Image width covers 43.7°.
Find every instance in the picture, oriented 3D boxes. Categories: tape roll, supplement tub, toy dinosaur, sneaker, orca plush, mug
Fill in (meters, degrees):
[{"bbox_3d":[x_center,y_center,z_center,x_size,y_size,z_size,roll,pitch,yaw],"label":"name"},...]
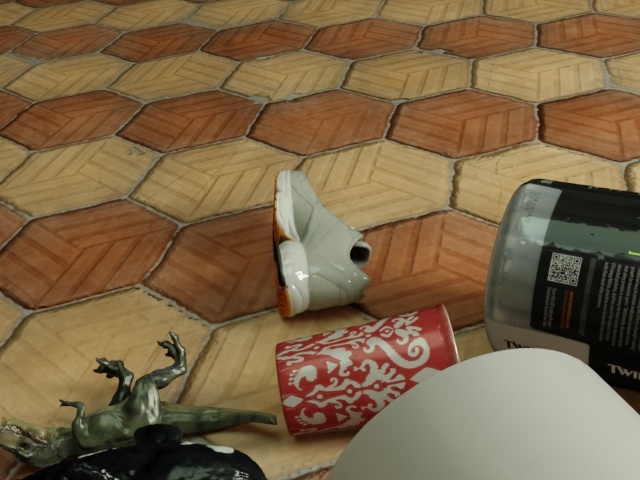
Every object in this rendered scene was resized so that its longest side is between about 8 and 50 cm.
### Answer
[{"bbox_3d":[0.135,0.214,0.504,0.246,0.246,0.169,-16,34,-15],"label":"tape roll"},{"bbox_3d":[0.334,0.055,0.768,0.315,0.194,0.193,12,36,26],"label":"supplement tub"},{"bbox_3d":[-0.182,0.162,0.812,0.268,0.064,0.118,-8,48,-4],"label":"toy dinosaur"},{"bbox_3d":[0.000,0.000,1.020,0.120,0.099,0.262,-1,39,-6],"label":"sneaker"},{"bbox_3d":[-0.195,0.200,0.686,0.287,0.102,0.151,6,49,18],"label":"orca plush"},{"bbox_3d":[0.048,0.139,0.796,0.169,0.150,0.113,-10,69,1],"label":"mug"}]
